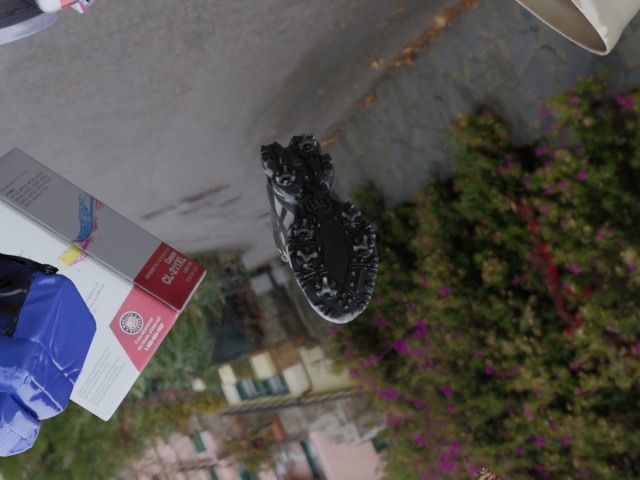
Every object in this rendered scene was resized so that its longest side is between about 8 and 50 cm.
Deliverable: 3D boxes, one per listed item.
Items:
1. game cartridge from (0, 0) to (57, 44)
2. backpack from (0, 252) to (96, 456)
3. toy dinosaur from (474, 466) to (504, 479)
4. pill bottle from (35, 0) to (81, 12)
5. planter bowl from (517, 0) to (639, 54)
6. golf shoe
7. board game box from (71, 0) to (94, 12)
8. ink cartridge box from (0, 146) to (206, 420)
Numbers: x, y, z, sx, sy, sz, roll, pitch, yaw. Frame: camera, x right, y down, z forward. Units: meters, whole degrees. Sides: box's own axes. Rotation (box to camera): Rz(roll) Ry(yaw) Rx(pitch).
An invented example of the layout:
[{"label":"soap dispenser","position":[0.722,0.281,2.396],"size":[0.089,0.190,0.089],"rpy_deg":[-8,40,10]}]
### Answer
[{"label":"game cartridge","position":[-0.263,-0.181,0.781],"size":[0.083,0.017,0.056],"rpy_deg":[-30,-138,-32]},{"label":"backpack","position":[-0.193,0.051,0.487],"size":[0.120,0.101,0.098],"rpy_deg":[15,152,4]},{"label":"toy dinosaur","position":[0.270,0.406,1.088],"size":[0.218,0.322,0.164],"rpy_deg":[-26,165,39]},{"label":"pill bottle","position":[-0.129,-0.238,0.650],"size":[0.180,0.108,0.108],"rpy_deg":[-25,-178,-11]},{"label":"planter bowl","position":[0.131,-0.196,0.516],"size":[0.109,0.162,0.162],"rpy_deg":[-50,176,11]},{"label":"golf shoe","position":[0.000,0.000,0.831],"size":[0.077,0.198,0.094],"rpy_deg":[-10,143,-9]},{"label":"board game box","position":[-0.336,-0.490,1.368],"size":[0.224,0.097,0.303],"rpy_deg":[-51,175,-8]},{"label":"ink cartridge box","position":[-0.196,0.033,0.716],"size":[0.127,0.175,0.072],"rpy_deg":[-53,-174,29]}]
